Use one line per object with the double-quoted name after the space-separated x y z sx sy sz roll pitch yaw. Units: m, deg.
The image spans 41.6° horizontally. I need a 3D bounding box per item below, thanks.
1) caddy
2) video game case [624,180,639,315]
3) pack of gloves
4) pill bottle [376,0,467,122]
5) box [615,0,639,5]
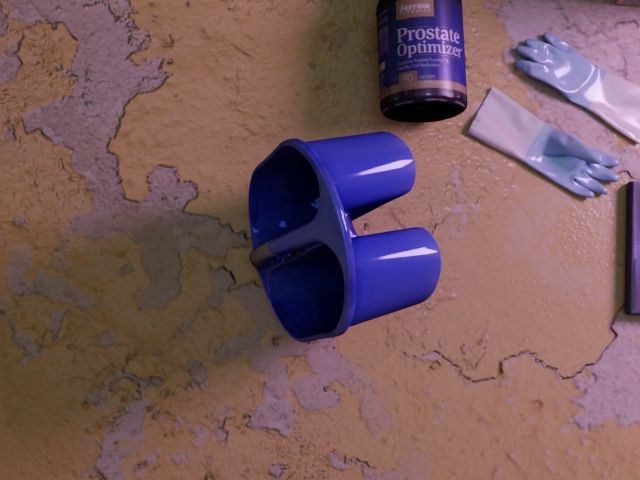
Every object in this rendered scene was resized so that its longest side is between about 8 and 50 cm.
0.000 0.000 1.062 0.179 0.341 0.241 -12 84 -20 "caddy"
0.582 0.018 1.224 0.275 0.026 0.196 3 85 -1 "video game case"
0.363 -0.186 1.225 0.232 0.046 0.195 30 85 1 "pack of gloves"
0.141 -0.285 1.186 0.123 0.123 0.219 -2 83 -2 "pill bottle"
0.509 -0.465 1.157 0.117 0.243 0.213 4 84 -2 "box"
